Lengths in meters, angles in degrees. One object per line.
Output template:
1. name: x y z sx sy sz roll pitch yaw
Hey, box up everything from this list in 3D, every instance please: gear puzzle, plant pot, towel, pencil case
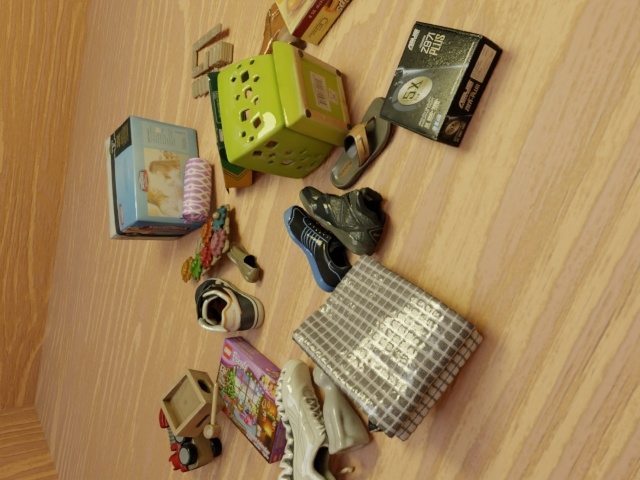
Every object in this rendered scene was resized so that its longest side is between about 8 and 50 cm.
1. gear puzzle: -0.369 0.025 1.399 0.339 0.044 0.175 -40 46 43
2. plant pot: -0.069 -0.287 1.009 0.207 0.227 0.228 -19 74 38
3. towel: 0.105 0.174 0.821 0.284 0.121 0.235 33 85 43
4. pencil case: -0.385 -0.154 1.414 0.088 0.086 0.205 -21 62 51

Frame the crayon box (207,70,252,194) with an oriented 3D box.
1. crayon box: -0.233 -0.270 1.202 0.318 0.081 0.202 121 140 -75

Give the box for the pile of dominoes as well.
1. pile of dominoes: -0.356 -0.567 1.469 0.251 0.040 0.195 6 93 55

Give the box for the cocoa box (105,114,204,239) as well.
1. cocoa box: -0.548 -0.191 1.495 0.228 0.232 0.346 -19 75 44

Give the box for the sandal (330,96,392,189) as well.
1. sandal: 0.076 -0.201 0.963 0.219 0.060 0.090 -51 54 32

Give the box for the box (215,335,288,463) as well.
1. box: -0.177 0.409 1.205 0.293 0.057 0.200 24 105 45

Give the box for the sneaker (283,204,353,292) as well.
1. sneaker: 0.000 0.000 1.027 0.090 0.081 0.232 -44 65 33

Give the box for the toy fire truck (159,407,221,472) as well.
1. toy fire truck: -0.431 0.611 1.421 0.246 0.159 0.216 -36 63 28

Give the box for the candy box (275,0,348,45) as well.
1. candy box: -0.040 -0.652 1.084 0.183 0.088 0.316 -41 60 37

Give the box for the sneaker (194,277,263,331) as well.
1. sneaker: -0.304 0.179 1.302 0.321 0.128 0.126 6 94 48

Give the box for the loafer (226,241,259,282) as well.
1. loafer: -0.208 0.052 1.260 0.148 0.056 0.050 49 119 27

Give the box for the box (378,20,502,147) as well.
1. box: 0.208 -0.279 0.815 0.147 0.078 0.180 39 116 41

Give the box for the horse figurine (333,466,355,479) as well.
1. horse figurine: 0.039 0.593 0.965 0.175 0.066 0.263 -30 65 36

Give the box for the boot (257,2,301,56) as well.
1. boot: -0.131 -0.520 1.193 0.197 0.073 0.152 -27 68 33

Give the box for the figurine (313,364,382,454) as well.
1. figurine: 0.067 0.307 0.944 0.215 0.092 0.209 -46 49 35

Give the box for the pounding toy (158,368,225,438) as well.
1. pounding toy: -0.314 0.454 1.238 0.181 0.094 0.206 -48 53 4

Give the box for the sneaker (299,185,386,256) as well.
1. sneaker: 0.052 -0.079 0.968 0.227 0.087 0.130 42 116 36

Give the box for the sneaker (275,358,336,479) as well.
1. sneaker: -0.026 0.407 1.004 0.118 0.110 0.291 -24 62 35
